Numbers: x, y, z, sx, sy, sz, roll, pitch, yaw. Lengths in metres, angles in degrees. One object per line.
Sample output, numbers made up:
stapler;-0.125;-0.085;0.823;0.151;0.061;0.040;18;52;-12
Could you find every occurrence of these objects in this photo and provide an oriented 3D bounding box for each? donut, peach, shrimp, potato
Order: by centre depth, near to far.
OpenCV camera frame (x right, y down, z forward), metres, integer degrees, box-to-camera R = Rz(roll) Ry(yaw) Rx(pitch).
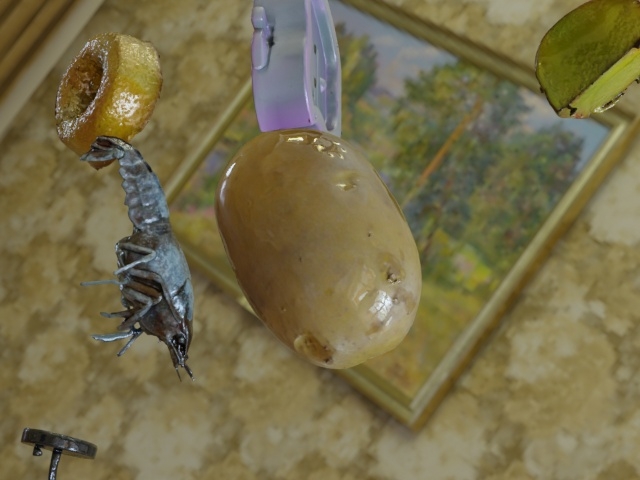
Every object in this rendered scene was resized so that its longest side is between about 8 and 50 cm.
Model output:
potato;0.000;0.000;1.159;0.234;0.150;0.146;58;-28;16
shrimp;-0.292;0.030;2.125;0.166;0.411;0.221;-4;1;16
peach;0.483;-0.332;2.211;0.154;0.267;0.158;54;21;21
donut;-0.367;-0.248;2.285;0.118;0.253;0.253;22;5;-38

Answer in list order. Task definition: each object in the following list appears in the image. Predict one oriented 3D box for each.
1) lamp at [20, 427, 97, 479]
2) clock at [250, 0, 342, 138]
lamp;-0.371;0.446;1.872;0.130;0.371;0.108;-2;0;45
clock;-0.042;-0.316;2.353;0.102;0.339;0.338;-5;-16;12
